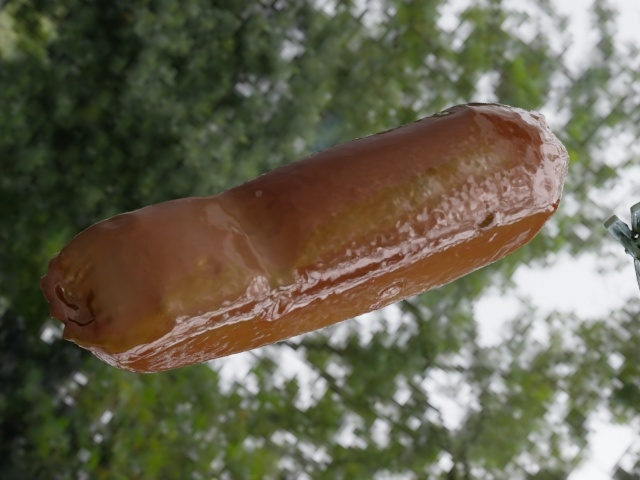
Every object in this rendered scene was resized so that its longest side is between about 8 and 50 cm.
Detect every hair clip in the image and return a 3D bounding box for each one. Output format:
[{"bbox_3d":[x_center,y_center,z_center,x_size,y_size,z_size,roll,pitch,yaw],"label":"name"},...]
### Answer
[{"bbox_3d":[0.222,0.017,1.090,0.030,0.115,0.039,-29,-121,8],"label":"hair clip"}]

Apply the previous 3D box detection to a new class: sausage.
[{"bbox_3d":[0.000,0.001,0.967,0.097,0.348,0.094,53,-29,33],"label":"sausage"}]
